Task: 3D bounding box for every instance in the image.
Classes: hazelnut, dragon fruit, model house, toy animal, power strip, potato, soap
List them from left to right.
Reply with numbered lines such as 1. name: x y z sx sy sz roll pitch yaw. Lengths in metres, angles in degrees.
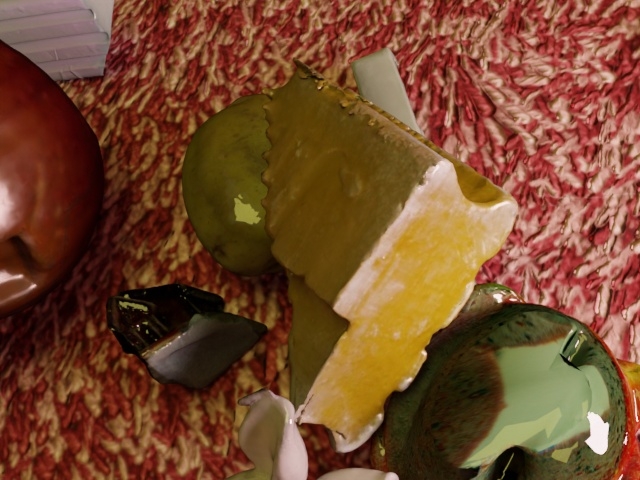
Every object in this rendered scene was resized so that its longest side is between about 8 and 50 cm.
1. hazelnut: -0.483 -0.085 1.158 0.429 0.402 0.402 21 68 18
2. soap: -0.433 -0.319 1.422 0.289 0.173 0.095 -4 58 18
3. model house: -0.176 0.091 1.103 0.152 0.165 0.106 33 92 34
4. toy animal: -0.092 0.288 0.904 0.325 0.208 0.154 -52 17 8
5. potato: -0.069 -0.067 1.149 0.197 0.148 0.228 -22 62 -10
6. soap: 0.000 0.000 1.021 0.304 0.169 0.338 -56 39 8
7. power strip: 0.111 -0.062 1.118 0.062 0.091 0.385 -20 55 9
8. dragon fruit: 0.189 0.177 0.926 0.295 0.130 0.268 -26 50 3
